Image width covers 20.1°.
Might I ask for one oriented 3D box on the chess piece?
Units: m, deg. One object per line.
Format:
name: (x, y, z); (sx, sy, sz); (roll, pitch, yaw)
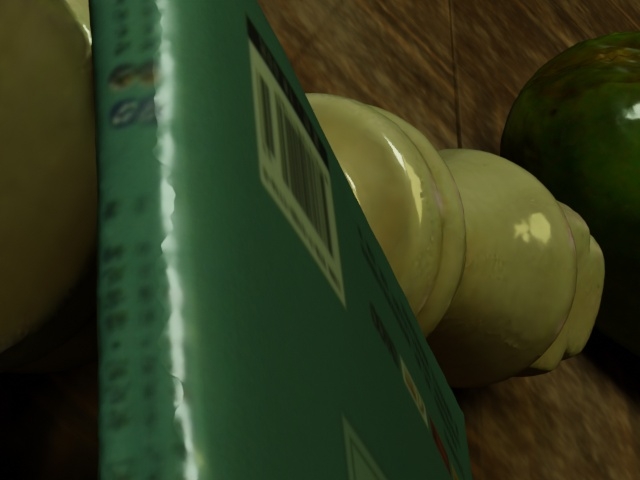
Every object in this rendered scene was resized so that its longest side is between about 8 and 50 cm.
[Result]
chess piece: (0.000, 0.000, 0.639); (0.397, 0.117, 0.117); (12, 46, -59)

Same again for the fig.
fig: (0.198, -0.012, 0.936); (0.233, 0.167, 0.167); (41, 26, -8)

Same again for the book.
book: (0.015, 0.138, 0.390); (0.264, 0.031, 0.379); (60, 19, -50)
